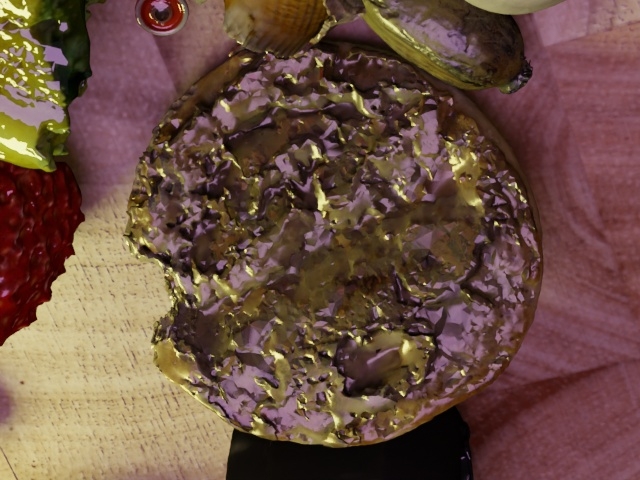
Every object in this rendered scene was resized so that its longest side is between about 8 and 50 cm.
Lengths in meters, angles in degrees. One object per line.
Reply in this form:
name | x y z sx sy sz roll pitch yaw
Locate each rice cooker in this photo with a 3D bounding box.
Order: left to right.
rice cooker | 0.035 0.261 1.844 0.224 0.267 0.267 -4 118 8

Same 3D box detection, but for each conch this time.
conch | -0.038 -0.245 1.623 0.163 0.178 0.245 -4 161 -33

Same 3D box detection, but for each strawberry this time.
strawberry | -0.361 0.005 1.760 0.261 0.258 0.261 9 125 13

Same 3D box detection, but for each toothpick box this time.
toothpick box | -0.136 -0.218 1.691 0.047 0.083 0.047 -1 126 -1

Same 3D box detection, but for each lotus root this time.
lotus root | 0.105 -0.187 1.671 0.179 0.089 0.080 33 78 -6

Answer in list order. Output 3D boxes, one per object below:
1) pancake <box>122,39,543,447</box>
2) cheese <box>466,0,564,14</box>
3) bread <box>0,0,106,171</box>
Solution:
pancake | 0.000 0.000 1.733 0.382 0.071 0.382 0 93 10
cheese | 0.163 -0.280 1.566 0.189 0.154 0.198 -34 111 8
bread | -0.351 -0.238 1.643 0.376 0.208 0.251 22 117 -4
